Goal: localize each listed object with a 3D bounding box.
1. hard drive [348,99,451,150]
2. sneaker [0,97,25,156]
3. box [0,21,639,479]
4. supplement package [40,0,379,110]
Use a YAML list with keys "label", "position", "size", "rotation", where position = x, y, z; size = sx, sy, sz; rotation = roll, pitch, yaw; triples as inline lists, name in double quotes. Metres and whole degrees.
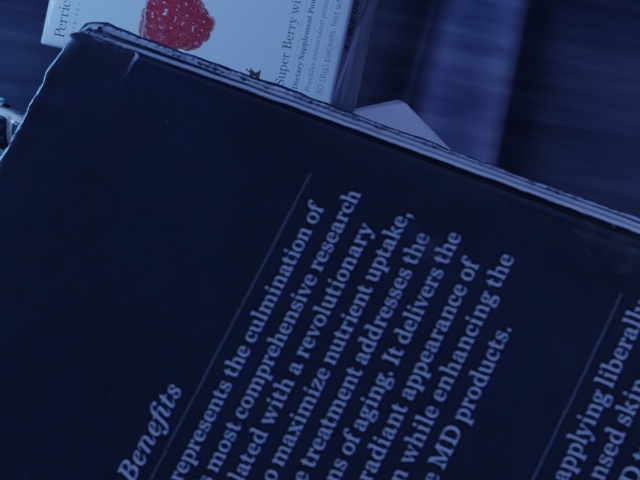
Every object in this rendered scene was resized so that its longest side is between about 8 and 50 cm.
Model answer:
- label: "hard drive"
  position: [0.009, -0.042, 1.693]
  size: [0.307, 0.040, 0.203]
  rotation: [-15, 49, -33]
- label: "sneaker"
  position: [-0.327, -0.114, 1.607]
  size: [0.283, 0.110, 0.122]
  rotation: [21, 36, 5]
- label: "box"
  position: [0.081, 0.161, 0.970]
  size: [0.472, 0.480, 0.297]
  rotation: [24, 79, 26]
- label: "supplement package"
  position: [-0.099, -0.243, 1.706]
  size: [0.293, 0.177, 0.175]
  rotation: [13, 6, 8]
